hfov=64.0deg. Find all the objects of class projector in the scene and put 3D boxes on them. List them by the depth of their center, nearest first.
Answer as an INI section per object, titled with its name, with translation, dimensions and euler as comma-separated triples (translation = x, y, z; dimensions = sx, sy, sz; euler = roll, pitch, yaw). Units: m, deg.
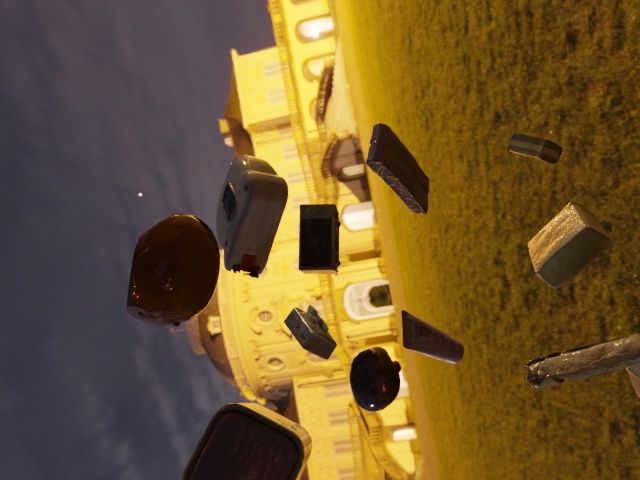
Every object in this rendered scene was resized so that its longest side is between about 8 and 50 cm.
[projector]
translation = -0.174, 0.565, 1.308
dimensions = 0.248, 0.249, 0.249
euler = -63, -11, -15

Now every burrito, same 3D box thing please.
[burrito]
translation = 0.361, 0.155, 0.667
dimensions = 0.045, 0.186, 0.041
euler = -94, -19, -47

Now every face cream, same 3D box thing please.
[face cream]
translation = 0.396, 0.362, 1.859
dimensions = 0.274, 0.096, 0.153
euler = 27, -132, -25

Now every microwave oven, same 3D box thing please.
[microwave oven]
translation = 0.000, 0.000, 1.890
dimensions = 0.194, 0.146, 0.240
euler = 44, -134, -77

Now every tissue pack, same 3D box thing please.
[tissue pack]
translation = -0.032, 0.389, 2.263
dimensions = 0.159, 0.145, 0.229
euler = 33, -174, -32

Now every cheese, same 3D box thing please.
[cheese]
translation = 0.854, 0.012, 1.784
dimensions = 0.242, 0.124, 0.265
euler = -57, 0, 28

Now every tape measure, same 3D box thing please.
[tape measure]
translation = -0.193, -0.075, 1.348
dimensions = 0.265, 0.130, 0.258
euler = 53, 130, 51

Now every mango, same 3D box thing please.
[mango]
translation = -0.293, 0.059, 1.057
dimensions = 0.136, 0.167, 0.235
euler = 142, 133, -76

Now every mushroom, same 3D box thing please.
[mushroom]
translation = 0.170, 0.453, 1.697
dimensions = 0.138, 0.194, 0.231
euler = 44, 178, -19

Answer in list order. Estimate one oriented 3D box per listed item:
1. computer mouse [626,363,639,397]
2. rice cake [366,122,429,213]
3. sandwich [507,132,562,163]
[computer mouse]
translation = 0.957, 0.410, 1.364
dimensions = 0.429, 0.145, 0.228
euler = 43, -174, -39
[rice cake]
translation = 0.196, -0.170, 1.261
dimensions = 0.298, 0.050, 0.106
euler = 35, -118, -51
[sandwich]
translation = 0.834, -0.356, 1.997
dimensions = 0.163, 0.114, 0.079
euler = 33, 107, 54
